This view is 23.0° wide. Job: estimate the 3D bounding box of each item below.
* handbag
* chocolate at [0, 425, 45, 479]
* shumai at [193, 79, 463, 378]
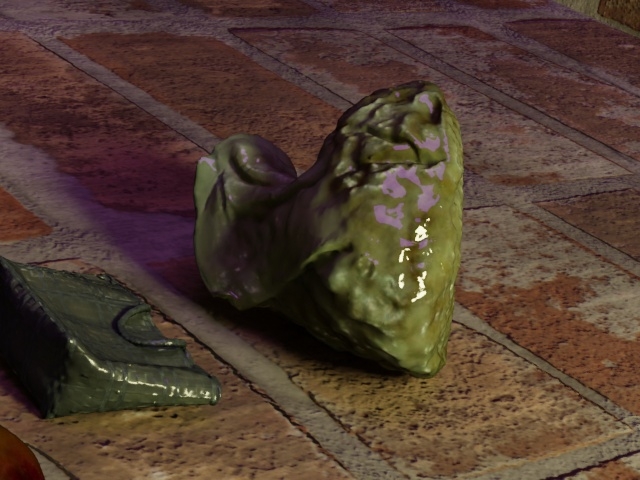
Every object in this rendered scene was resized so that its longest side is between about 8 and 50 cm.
[{"bbox_3d":[-0.222,0.092,1.534,0.175,0.088,0.270,4,23,-37],"label":"handbag"},{"bbox_3d":[-0.296,0.191,1.159,0.177,0.176,0.177,10,23,-4],"label":"chocolate"},{"bbox_3d":[0.000,0.000,1.657,0.289,0.292,0.330,4,44,1],"label":"shumai"}]
